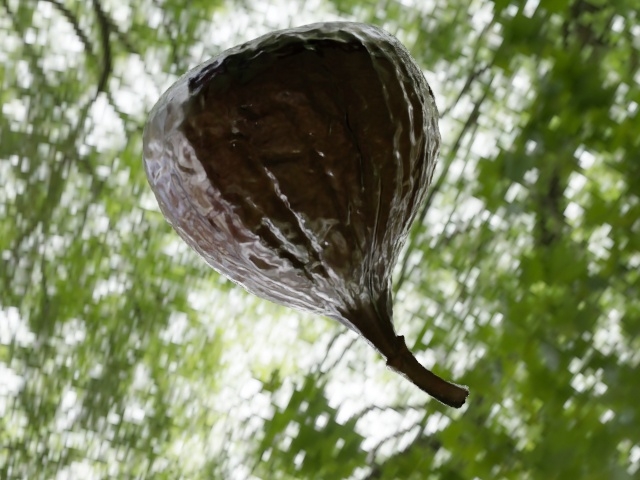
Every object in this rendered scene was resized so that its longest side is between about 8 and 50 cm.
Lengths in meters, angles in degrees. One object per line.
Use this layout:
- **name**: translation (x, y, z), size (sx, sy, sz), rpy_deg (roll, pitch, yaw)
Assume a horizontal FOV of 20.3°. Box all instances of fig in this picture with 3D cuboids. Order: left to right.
- **fig**: translation (0.000, 0.000, 0.878), size (0.133, 0.146, 0.201), rpy_deg (-12, -97, -64)
